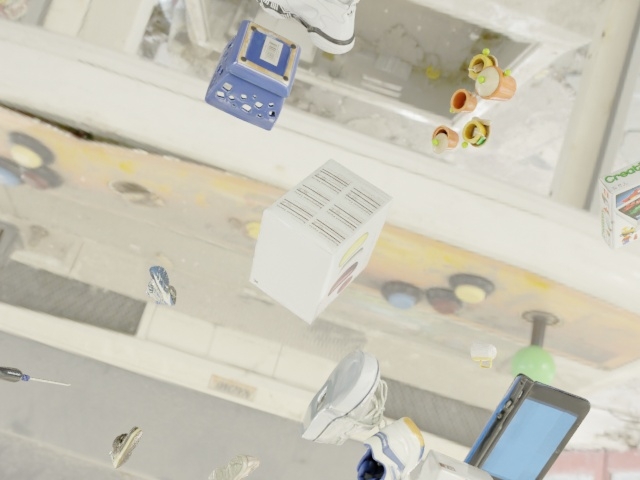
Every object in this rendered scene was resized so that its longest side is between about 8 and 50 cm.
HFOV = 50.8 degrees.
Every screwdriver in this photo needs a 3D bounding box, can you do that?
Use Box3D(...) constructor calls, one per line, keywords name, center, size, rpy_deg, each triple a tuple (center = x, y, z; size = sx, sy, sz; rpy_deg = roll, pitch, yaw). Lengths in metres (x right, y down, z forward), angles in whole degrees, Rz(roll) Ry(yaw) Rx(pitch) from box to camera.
Box3D(name="screwdriver", center=(-0.492, 0.241, 1.160), size=(0.025, 0.024, 0.170), rpy_deg=(55, -171, 34))

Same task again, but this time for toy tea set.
Box3D(name="toy tea set", center=(0.431, -0.394, 1.986), size=(0.124, 0.336, 0.200), rpy_deg=(7, -152, -36))

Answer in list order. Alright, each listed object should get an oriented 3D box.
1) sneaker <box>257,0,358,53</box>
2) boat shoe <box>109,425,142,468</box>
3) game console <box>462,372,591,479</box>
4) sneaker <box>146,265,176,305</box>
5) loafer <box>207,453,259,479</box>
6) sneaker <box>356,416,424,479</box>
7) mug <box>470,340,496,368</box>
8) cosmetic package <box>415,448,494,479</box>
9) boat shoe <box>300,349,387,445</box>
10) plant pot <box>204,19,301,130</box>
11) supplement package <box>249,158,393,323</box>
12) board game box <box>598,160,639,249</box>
Box3D(name="sneaker", center=(-0.035, -0.693, 1.853), size=(0.365, 0.137, 0.210), rpy_deg=(40, 146, 15))
Box3D(name="boat shoe", center=(-0.463, 0.480, 1.578), size=(0.049, 0.056, 0.152), rpy_deg=(41, 122, 11))
Box3D(name="game console", center=(0.421, 0.453, 1.438), size=(0.173, 0.293, 0.250), rpy_deg=(31, -159, 19))
Box3D(name="sneaker", center=(-0.373, 0.109, 1.536), size=(0.057, 0.052, 0.135), rpy_deg=(-6, 139, 3))
Box3D(name="loafer", center=(-0.150, 0.403, 1.155), size=(0.039, 0.045, 0.125), rpy_deg=(14, 136, -36))
Box3D(name="sneaker", center=(0.128, 0.500, 1.435), size=(0.112, 0.130, 0.297), rpy_deg=(44, 140, 48))
Box3D(name="mug", center=(0.512, 0.350, 2.087), size=(0.064, 0.062, 0.078), rpy_deg=(-4, 130, 42))
Box3D(name="cosmetic package", center=(0.194, 0.482, 1.121), size=(0.117, 0.231, 0.085), rpy_deg=(24, -176, -7))
Box3D(name="boat shoe", center=(0.083, 0.366, 1.465), size=(0.156, 0.136, 0.367), rpy_deg=(21, 137, -8))
Box3D(name="plant pot", center=(-0.193, -0.515, 2.062), size=(0.235, 0.236, 0.212), rpy_deg=(22, 150, -17))
Box3D(name="supplement package", center=(0.000, 0.000, 1.233), size=(0.149, 0.203, 0.194), rpy_deg=(34, 138, 16))
Box3D(name="board game box", center=(0.707, -0.109, 1.328), size=(0.305, 0.053, 0.193), rpy_deg=(-23, 139, 6))
